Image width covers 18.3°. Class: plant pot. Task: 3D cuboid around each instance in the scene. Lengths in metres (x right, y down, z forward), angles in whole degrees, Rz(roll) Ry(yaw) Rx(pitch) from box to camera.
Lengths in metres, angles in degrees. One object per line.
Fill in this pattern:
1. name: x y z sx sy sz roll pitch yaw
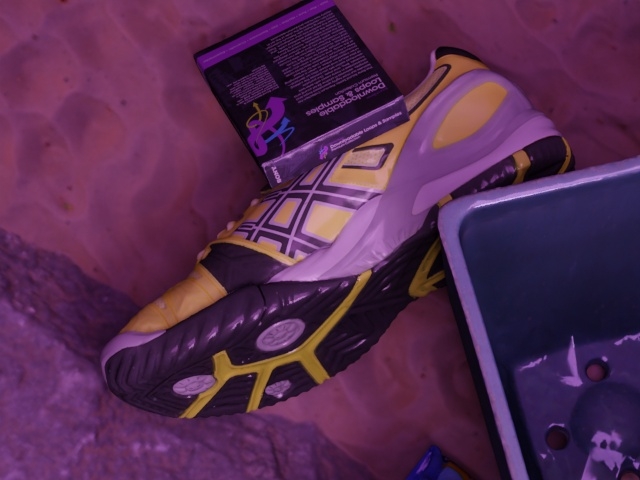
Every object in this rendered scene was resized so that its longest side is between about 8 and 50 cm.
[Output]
1. plant pot: 0.226 0.100 1.427 0.247 0.252 0.247 -14 70 -4

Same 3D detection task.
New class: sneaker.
1. sneaker: 0.000 0.000 1.505 0.385 0.145 0.147 -30 61 -3

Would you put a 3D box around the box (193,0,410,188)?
1. box: -0.016 -0.115 1.488 0.116 0.162 0.029 -26 131 -4

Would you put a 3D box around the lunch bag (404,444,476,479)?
1. lunch bag: 0.072 0.343 1.499 0.221 0.138 0.293 41 98 -3
